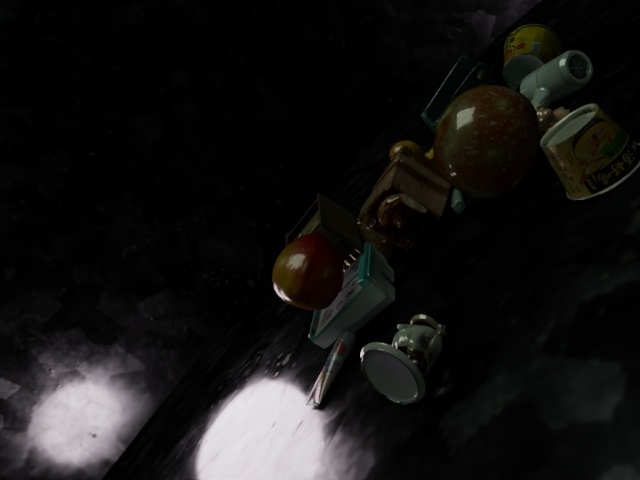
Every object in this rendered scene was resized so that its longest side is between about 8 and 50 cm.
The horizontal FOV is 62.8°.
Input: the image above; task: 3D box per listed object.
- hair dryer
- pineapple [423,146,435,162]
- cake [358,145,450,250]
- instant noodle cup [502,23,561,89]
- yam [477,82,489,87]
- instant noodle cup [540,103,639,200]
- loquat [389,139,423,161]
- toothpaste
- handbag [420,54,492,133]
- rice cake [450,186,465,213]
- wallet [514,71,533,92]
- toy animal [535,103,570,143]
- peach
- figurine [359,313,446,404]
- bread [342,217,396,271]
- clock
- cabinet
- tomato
[{"bbox_3d":[0.576,-0.333,1.397,0.357,0.107,0.173,-58,10,-15],"label":"hair dryer"},{"bbox_3d":[0.375,-0.257,1.920,0.225,0.076,0.225,-42,9,9],"label":"pineapple"},{"bbox_3d":[0.241,-0.099,1.496,0.199,0.196,0.293,-52,9,44],"label":"cake"},{"bbox_3d":[0.681,-0.588,1.718,0.182,0.182,0.144,-33,25,54],"label":"instant noodle cup"},{"bbox_3d":[0.556,-0.442,1.713,0.079,0.141,0.079,-46,8,8],"label":"yam"},{"bbox_3d":[0.483,-0.163,0.950,0.151,0.122,0.151,-43,13,12],"label":"instant noodle cup"},{"bbox_3d":[0.356,-0.349,2.172,0.141,0.141,0.141,-45,10,10],"label":"loquat"},{"bbox_3d":[0.025,0.307,1.252,0.194,0.043,0.067,-58,16,-28],"label":"toothpaste"},{"bbox_3d":[0.502,-0.476,1.841,0.269,0.100,0.274,-54,-34,4],"label":"handbag"},{"bbox_3d":[0.385,-0.127,1.482,0.033,0.033,0.208,-40,11,24],"label":"rice cake"},{"bbox_3d":[0.557,-0.371,1.540,0.244,0.025,0.124,-49,-35,-11],"label":"wallet"},{"bbox_3d":[0.557,-0.295,1.287,0.114,0.082,0.091,-44,9,11],"label":"toy animal"},{"bbox_3d":[-0.025,0.076,1.327,0.197,0.197,0.197,-45,10,10],"label":"peach"},{"bbox_3d":[0.159,0.196,0.939,0.153,0.132,0.132,-38,2,-40],"label":"figurine"},{"bbox_3d":[0.120,0.030,1.648,0.274,0.149,0.274,-50,12,15],"label":"bread"},{"bbox_3d":[0.090,0.154,1.412,0.231,0.116,0.262,-48,7,20],"label":"clock"},{"bbox_3d":[0.000,0.000,1.509,0.175,0.148,0.215,-51,20,22],"label":"cabinet"},{"bbox_3d":[0.384,-0.240,1.268,0.270,0.222,0.270,-161,90,-81],"label":"tomato"}]
